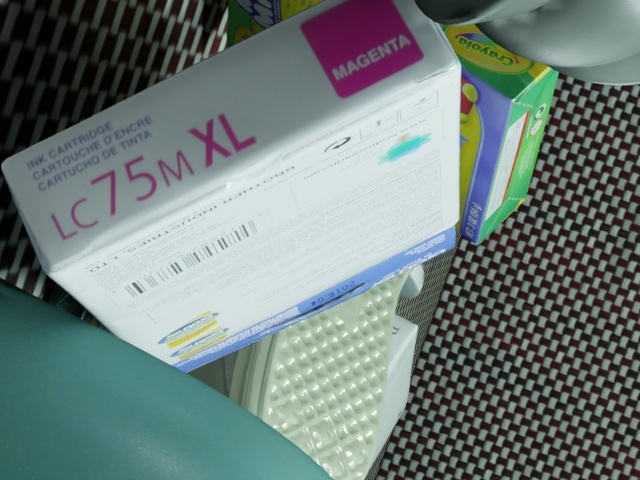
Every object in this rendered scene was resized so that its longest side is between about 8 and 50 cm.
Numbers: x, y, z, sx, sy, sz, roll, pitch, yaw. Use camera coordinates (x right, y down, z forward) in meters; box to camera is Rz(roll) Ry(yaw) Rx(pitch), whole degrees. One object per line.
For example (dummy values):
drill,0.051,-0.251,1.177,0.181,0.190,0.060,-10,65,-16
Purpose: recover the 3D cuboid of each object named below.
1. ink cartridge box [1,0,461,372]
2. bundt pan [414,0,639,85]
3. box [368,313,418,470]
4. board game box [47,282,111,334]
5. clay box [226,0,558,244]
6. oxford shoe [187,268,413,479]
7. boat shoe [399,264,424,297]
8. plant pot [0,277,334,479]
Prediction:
ink cartridge box,-0.025,-0.015,0.864,0.185,0.065,0.311,-26,164,-2
bundt pan,0.049,-0.176,0.717,0.124,0.331,0.331,-56,175,17
box,-0.013,0.151,1.526,0.181,0.119,0.182,-58,166,-26
board game box,-0.124,0.052,1.027,0.186,0.026,0.126,67,44,-77
clay box,0.023,-0.107,1.003,0.053,0.222,0.127,-43,157,-30
oxford shoe,-0.005,0.005,1.353,0.130,0.169,0.449,-18,-134,46
boat shoe,0.067,-0.012,1.737,0.228,0.080,0.076,67,45,-66
plant pot,-0.102,0.184,0.784,0.293,0.235,0.293,19,90,-81
